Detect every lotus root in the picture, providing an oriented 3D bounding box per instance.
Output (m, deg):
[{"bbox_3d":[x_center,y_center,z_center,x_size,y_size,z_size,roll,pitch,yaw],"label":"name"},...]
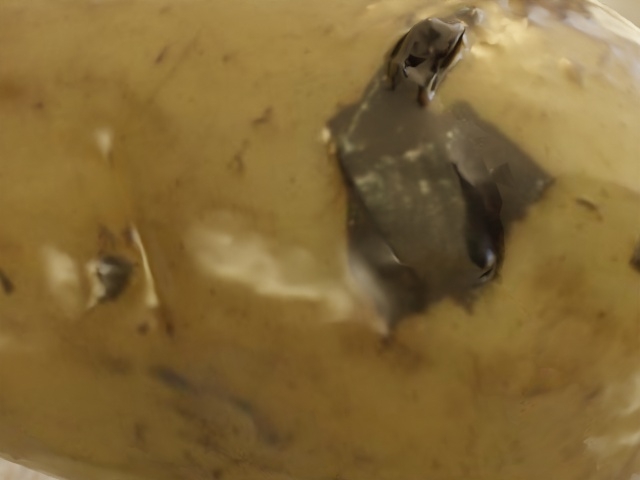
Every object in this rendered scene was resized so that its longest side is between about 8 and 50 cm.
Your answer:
[{"bbox_3d":[0.000,0.000,0.392,0.257,0.154,0.140,10,74,-5],"label":"lotus root"}]
